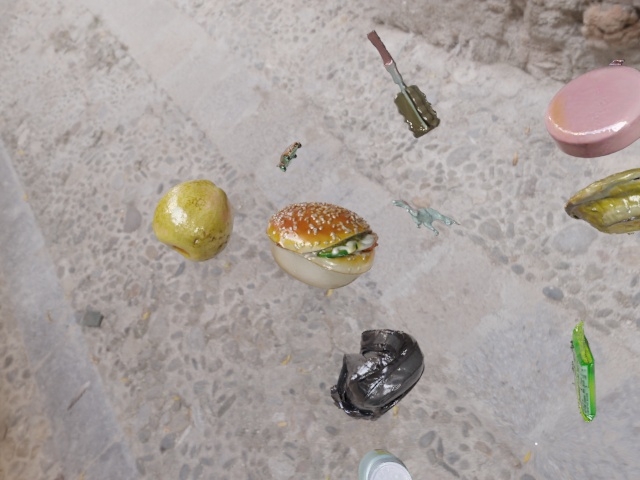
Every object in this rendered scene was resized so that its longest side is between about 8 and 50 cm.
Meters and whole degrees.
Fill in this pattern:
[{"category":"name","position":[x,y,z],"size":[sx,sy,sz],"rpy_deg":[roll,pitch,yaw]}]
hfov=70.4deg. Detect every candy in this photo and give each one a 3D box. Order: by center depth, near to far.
[{"category":"candy","position":[0.514,0.256,0.885],"size":[0.032,0.178,0.102],"rpy_deg":[-8,28,20]},{"category":"candy","position":[0.718,-0.336,1.168],"size":[0.255,0.094,0.255],"rpy_deg":[-27,45,31]}]

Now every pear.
[{"category":"pear","position":[-0.264,-0.046,0.972],"size":[0.178,0.178,0.178],"rpy_deg":[-10,64,21]}]

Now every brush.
[{"category":"brush","position":[0.211,-0.413,1.192],"size":[0.084,0.301,0.071],"rpy_deg":[-24,18,40]}]

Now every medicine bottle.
[{"category":"medicine bottle","position":[0.191,0.706,1.350],"size":[0.139,0.225,0.139],"rpy_deg":[0,71,-1]}]

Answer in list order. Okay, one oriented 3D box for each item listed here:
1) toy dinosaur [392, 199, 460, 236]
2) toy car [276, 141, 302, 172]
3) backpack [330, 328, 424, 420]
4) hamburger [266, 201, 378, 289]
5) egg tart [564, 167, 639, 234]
[{"category":"toy dinosaur","position":[0.377,-0.084,1.553],"size":[0.167,0.242,0.053],"rpy_deg":[56,137,38]},{"category":"toy car","position":[-0.084,-0.224,1.196],"size":[0.035,0.122,0.059],"rpy_deg":[37,71,-1]},{"category":"backpack","position":[0.205,0.448,1.566],"size":[0.255,0.445,0.363],"rpy_deg":[43,71,15]},{"category":"hamburger","position":[0.001,-0.002,0.916],"size":[0.237,0.237,0.147],"rpy_deg":[37,120,33]},{"category":"egg tart","position":[0.907,-0.101,1.318],"size":[0.345,0.345,0.132],"rpy_deg":[-12,72,20]}]
